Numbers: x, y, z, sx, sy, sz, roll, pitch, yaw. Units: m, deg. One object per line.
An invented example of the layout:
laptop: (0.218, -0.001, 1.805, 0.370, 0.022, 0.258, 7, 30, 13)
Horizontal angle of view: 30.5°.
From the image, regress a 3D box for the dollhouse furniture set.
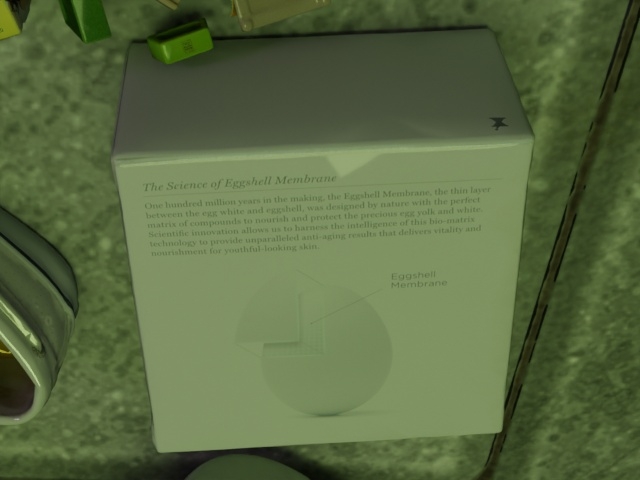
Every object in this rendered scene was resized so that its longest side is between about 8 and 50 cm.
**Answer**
dollhouse furniture set: (-0.073, -0.153, 0.673, 0.152, 0.058, 0.076, -21, 121, -13)

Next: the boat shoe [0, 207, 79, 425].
boat shoe: (-0.305, 0.005, 0.689, 0.136, 0.156, 0.367, -35, 122, 20)

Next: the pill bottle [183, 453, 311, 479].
pill bottle: (-0.138, 0.357, 0.929, 0.224, 0.224, 0.392, 29, 120, -24)

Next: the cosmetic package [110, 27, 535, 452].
cosmetic package: (0.000, 0.000, 0.722, 0.224, 0.138, 0.224, -3, 129, -3)

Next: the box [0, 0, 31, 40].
box: (-0.215, -0.211, 0.578, 0.058, 0.087, 0.232, -15, 128, 10)
